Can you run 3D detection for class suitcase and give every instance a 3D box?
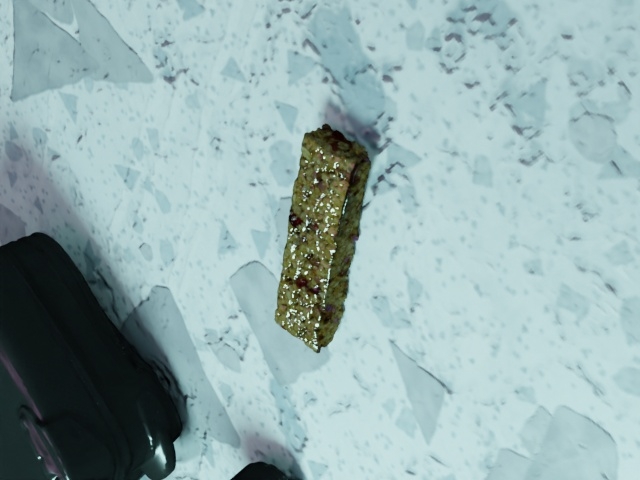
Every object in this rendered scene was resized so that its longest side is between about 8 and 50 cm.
[{"bbox_3d":[-0.346,0.186,1.202,0.339,0.188,0.345,54,137,9],"label":"suitcase"}]

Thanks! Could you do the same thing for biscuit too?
[{"bbox_3d":[0.000,0.000,0.904,0.064,0.034,0.199,32,126,29],"label":"biscuit"}]

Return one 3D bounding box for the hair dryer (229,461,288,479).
[{"bbox_3d":[-0.062,0.339,1.090,0.070,0.114,0.248,27,144,41],"label":"hair dryer"}]
